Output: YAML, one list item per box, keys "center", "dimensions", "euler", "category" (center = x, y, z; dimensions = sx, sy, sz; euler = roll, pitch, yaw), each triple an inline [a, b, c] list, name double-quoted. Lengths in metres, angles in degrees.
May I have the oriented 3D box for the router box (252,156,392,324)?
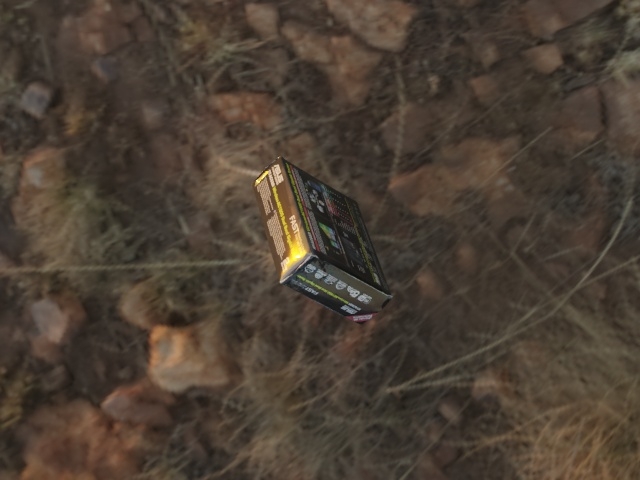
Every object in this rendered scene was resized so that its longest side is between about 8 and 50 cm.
- center: [0.000, 0.000, 1.098]
  dimensions: [0.038, 0.092, 0.122]
  euler: [-43, 40, 22]
  category: "router box"
